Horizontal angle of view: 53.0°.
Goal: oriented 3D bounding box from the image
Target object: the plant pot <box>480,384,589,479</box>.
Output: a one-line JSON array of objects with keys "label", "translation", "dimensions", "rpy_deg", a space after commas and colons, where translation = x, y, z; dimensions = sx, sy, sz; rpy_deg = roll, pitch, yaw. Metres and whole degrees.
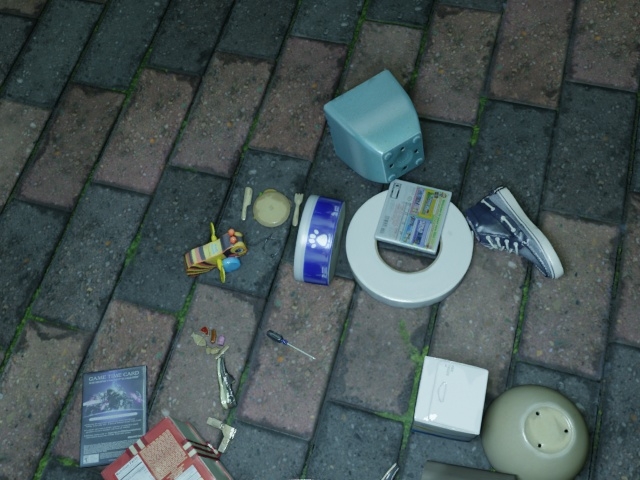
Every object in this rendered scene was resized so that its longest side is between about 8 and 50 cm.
[{"label": "plant pot", "translation": [0.579, 0.508, 1.691], "dimensions": [0.284, 0.191, 0.284], "rpy_deg": [-2, 67, 5]}]

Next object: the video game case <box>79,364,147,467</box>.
[{"label": "video game case", "translation": [-0.609, 0.518, 1.900], "dimensions": [0.196, 0.026, 0.274], "rpy_deg": [-8, 66, 3]}]

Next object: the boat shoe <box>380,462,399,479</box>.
[{"label": "boat shoe", "translation": [0.176, 0.669, 1.742], "dimensions": [0.043, 0.049, 0.137], "rpy_deg": [35, 77, 15]}]

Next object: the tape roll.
[{"label": "tape roll", "translation": [0.274, 0.018, 1.990], "dimensions": [0.392, 0.072, 0.392], "rpy_deg": [-2, 67, 4]}]

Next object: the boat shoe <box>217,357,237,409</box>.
[{"label": "boat shoe", "translation": [-0.275, 0.419, 1.894], "dimensions": [0.049, 0.056, 0.152], "rpy_deg": [-9, 76, -3]}]

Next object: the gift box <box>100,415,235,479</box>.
[{"label": "gift box", "translation": [-0.385, 0.652, 1.693], "dimensions": [0.255, 0.258, 0.276], "rpy_deg": [-36, 69, -9]}]

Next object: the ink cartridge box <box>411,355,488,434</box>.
[{"label": "ink cartridge box", "translation": [0.341, 0.432, 1.723], "dimensions": [0.168, 0.232, 0.171], "rpy_deg": [10, 69, 10]}]

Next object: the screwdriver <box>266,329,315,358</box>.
[{"label": "screwdriver", "translation": [-0.088, 0.315, 1.930], "dimensions": [0.170, 0.025, 0.024], "rpy_deg": [26, 72, 16]}]

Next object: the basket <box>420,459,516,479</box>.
[{"label": "basket", "translation": [0.371, 0.671, 1.667], "dimensions": [0.227, 0.154, 0.204], "rpy_deg": [13, 101, 18]}]

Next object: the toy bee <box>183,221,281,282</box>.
[{"label": "toy bee", "translation": [-0.297, 0.015, 2.003], "dimensions": [0.298, 0.162, 0.195], "rpy_deg": [-36, 67, -9]}]

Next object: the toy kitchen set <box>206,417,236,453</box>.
[{"label": "toy kitchen set", "translation": [-0.297, 0.552, 1.829], "dimensions": [0.083, 0.068, 0.075], "rpy_deg": [20, 71, 14]}]

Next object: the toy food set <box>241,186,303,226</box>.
[{"label": "toy food set", "translation": [-0.158, -0.106, 2.110], "dimensions": [0.192, 0.038, 0.132], "rpy_deg": [8, 76, 3]}]

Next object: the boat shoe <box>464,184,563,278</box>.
[{"label": "boat shoe", "translation": [0.575, 0.003, 1.950], "dimensions": [0.158, 0.127, 0.340], "rpy_deg": [-29, 60, 1]}]

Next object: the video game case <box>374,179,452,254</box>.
[{"label": "video game case", "translation": [0.286, -0.076, 1.978], "dimensions": [0.193, 0.023, 0.212], "rpy_deg": [15, 69, 12]}]

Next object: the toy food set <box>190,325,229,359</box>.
[{"label": "toy food set", "translation": [-0.333, 0.308, 1.963], "dimensions": [0.078, 0.019, 0.122], "rpy_deg": [-43, 62, -12]}]

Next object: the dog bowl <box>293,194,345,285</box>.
[{"label": "dog bowl", "translation": [0.000, 0.000, 1.921], "dimensions": [0.104, 0.265, 0.265], "rpy_deg": [10, 69, 7]}]

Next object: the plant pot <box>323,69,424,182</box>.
[{"label": "plant pot", "translation": [0.196, -0.329, 2.021], "dimensions": [0.247, 0.248, 0.252], "rpy_deg": [-32, 56, -8]}]
